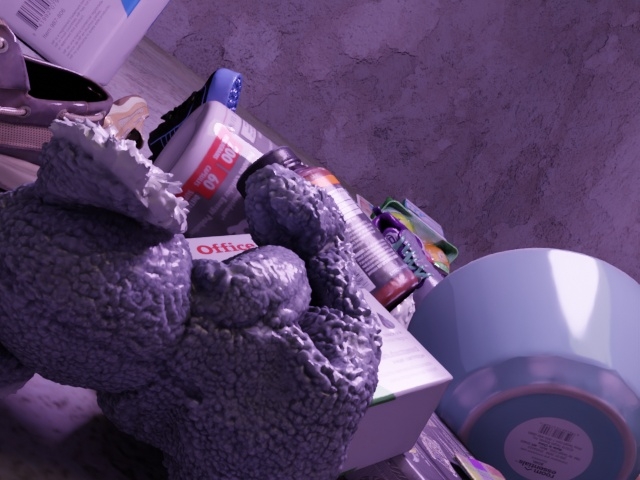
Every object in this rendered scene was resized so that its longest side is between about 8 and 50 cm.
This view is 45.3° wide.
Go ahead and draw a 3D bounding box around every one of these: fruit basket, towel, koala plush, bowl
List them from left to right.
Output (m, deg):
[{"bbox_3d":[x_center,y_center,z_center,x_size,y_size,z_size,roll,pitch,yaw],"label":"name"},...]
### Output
[{"bbox_3d":[-0.092,0.038,0.422,0.221,0.196,0.203,37,18,-40],"label":"koala plush"},{"bbox_3d":[0.227,0.037,1.847,0.327,0.165,0.353,37,12,-17],"label":"fruit basket"},{"bbox_3d":[0.158,0.225,0.701,0.083,0.009,0.060,31,14,-42],"label":"towel"},{"bbox_3d":[0.241,0.180,0.854,0.311,0.311,0.163,38,28,-10],"label":"bowl"}]

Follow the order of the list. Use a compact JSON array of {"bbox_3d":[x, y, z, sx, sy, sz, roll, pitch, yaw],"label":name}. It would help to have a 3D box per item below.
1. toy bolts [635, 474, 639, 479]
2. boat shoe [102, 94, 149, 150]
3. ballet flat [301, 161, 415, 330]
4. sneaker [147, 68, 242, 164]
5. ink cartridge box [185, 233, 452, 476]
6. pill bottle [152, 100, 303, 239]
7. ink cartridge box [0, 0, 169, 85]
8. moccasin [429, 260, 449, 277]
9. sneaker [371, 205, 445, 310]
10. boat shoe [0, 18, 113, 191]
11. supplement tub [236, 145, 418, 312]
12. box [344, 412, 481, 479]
[{"bbox_3d":[0.388,0.340,0.950,0.218,0.158,0.228,37,9,-14],"label":"toy bolts"},{"bbox_3d":[-0.276,-0.154,1.072,0.072,0.068,0.190,50,17,-8],"label":"boat shoe"},{"bbox_3d":[0.018,0.034,1.152,0.147,0.147,0.409,32,16,-40],"label":"ballet flat"},{"bbox_3d":[-0.174,-0.144,1.002,0.090,0.232,0.081,27,47,-5],"label":"sneaker"},{"bbox_3d":[-0.023,0.085,0.624,0.153,0.087,0.208,-6,39,-42],"label":"ink cartridge box"},{"bbox_3d":[-0.062,-0.021,0.915,0.283,0.161,0.161,35,9,-22],"label":"pill bottle"},{"bbox_3d":[-0.456,-0.495,1.282,0.395,0.285,0.166,39,7,-4],"label":"ink cartridge box"},{"bbox_3d":[0.161,0.130,1.216,0.139,0.147,0.380,18,22,-29],"label":"moccasin"},{"bbox_3d":[0.121,0.040,1.114,0.098,0.083,0.223,48,10,-34],"label":"sneaker"},{"bbox_3d":[-0.298,-0.133,0.597,0.132,0.130,0.355,42,9,17],"label":"boat shoe"},{"bbox_3d":[0.000,0.000,0.775,0.198,0.106,0.106,51,11,11],"label":"supplement tub"},{"bbox_3d":[0.058,0.178,0.746,0.231,0.056,0.183,46,12,36],"label":"box"}]
